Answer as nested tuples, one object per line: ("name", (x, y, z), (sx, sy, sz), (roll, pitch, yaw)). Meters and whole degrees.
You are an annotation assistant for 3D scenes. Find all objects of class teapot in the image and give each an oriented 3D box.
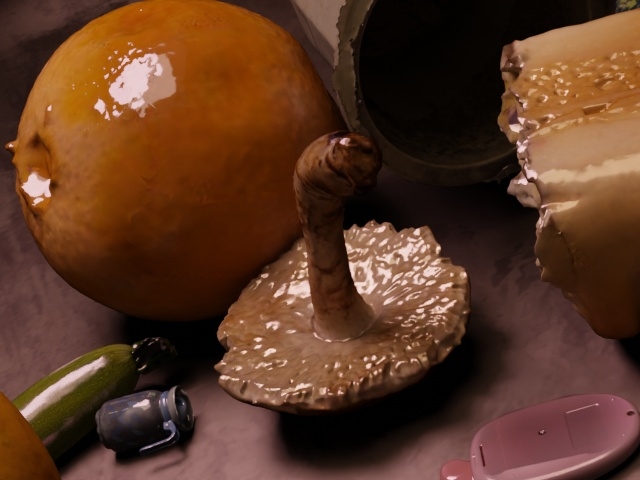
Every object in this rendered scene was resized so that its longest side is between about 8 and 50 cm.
("teapot", (-0.161, 0.163, 1.623), (0.083, 0.049, 0.063), (-17, 8, 14))

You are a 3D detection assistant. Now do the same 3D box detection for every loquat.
("loquat", (-0.134, -0.077, 1.742), (0.328, 0.328, 0.328), (-18, 30, 11))

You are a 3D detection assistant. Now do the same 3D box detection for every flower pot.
("flower pot", (0.103, -0.223, 1.708), (0.290, 0.290, 0.259), (-29, 33, -7))

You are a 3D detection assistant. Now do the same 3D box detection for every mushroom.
("mushroom", (0.028, 0.005, 1.530), (0.208, 0.301, 0.233), (-2, 32, -31))

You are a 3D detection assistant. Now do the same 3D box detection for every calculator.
("calculator", (0.172, 0.164, 1.407), (0.166, 0.024, 0.103), (-19, 30, 8))

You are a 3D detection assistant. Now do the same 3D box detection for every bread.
("bread", (0.292, -0.055, 1.503), (0.270, 0.211, 0.315), (-12, 39, 6))

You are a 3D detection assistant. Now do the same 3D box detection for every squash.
("squash", (-0.272, 0.183, 1.655), (0.318, 0.071, 0.080), (-35, 25, -21))

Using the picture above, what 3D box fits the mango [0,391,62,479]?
("mango", (-0.307, 0.284, 1.210), (0.300, 0.232, 0.445), (3, 81, 19))

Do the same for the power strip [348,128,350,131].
("power strip", (0.005, -0.118, 1.980), (0.038, 0.029, 0.111), (-37, 34, -22))

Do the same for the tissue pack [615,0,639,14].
("tissue pack", (0.284, -0.211, 1.798), (0.316, 0.103, 0.228), (3, 62, 40))
